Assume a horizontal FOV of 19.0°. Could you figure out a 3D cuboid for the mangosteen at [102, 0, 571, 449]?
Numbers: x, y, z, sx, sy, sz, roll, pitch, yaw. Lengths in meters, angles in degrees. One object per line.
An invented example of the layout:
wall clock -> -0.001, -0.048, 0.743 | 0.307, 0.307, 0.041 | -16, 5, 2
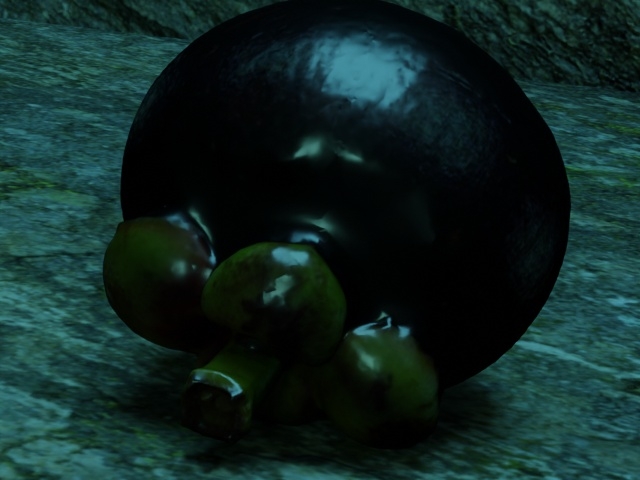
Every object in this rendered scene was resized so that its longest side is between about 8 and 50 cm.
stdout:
mangosteen -> 0.000, 0.000, 1.141 | 0.275, 0.275, 0.302 | 13, 50, 25
